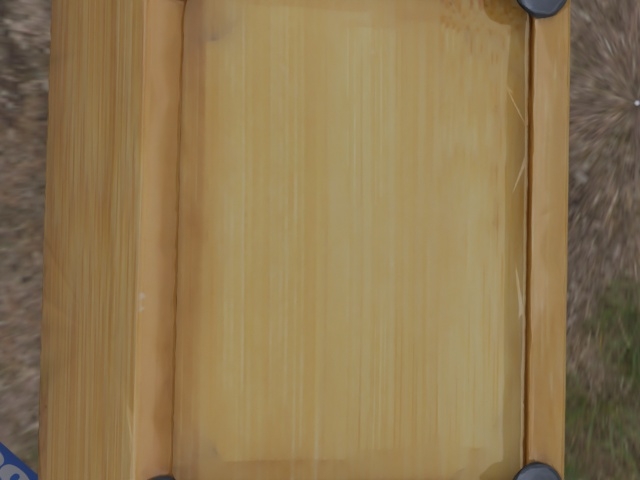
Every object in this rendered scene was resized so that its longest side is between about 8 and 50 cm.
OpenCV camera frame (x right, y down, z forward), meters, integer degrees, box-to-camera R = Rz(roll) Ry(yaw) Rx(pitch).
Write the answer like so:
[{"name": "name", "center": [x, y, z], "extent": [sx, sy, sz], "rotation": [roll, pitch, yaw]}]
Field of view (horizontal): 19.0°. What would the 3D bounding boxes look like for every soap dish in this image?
[{"name": "soap dish", "center": [0.000, 0.000, 0.816], "extent": [0.229, 0.118, 0.290], "rotation": [2, 88, -19]}]

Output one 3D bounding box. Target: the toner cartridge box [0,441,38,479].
[{"name": "toner cartridge box", "center": [-0.238, 0.257, 0.938], "extent": [0.165, 0.075, 0.348], "rotation": [41, 106, 0]}]
